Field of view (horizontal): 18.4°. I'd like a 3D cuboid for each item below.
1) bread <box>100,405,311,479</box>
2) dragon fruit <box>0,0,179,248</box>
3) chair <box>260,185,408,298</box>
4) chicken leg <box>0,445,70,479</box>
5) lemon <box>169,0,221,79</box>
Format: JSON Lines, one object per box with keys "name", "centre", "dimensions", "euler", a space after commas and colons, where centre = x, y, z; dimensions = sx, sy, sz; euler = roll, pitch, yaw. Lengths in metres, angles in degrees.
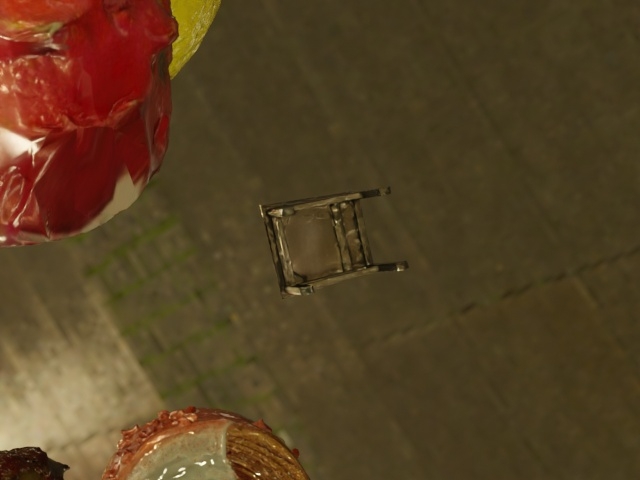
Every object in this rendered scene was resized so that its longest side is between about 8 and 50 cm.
{"name": "bread", "centre": [-0.079, 0.190, 1.358], "dimensions": [0.160, 0.160, 0.073], "euler": [64, 174, -12]}
{"name": "dragon fruit", "centre": [-0.156, -0.095, 1.069], "dimensions": [0.163, 0.261, 0.189], "euler": [-31, 87, 47]}
{"name": "chair", "centre": [0.000, 0.000, 1.760], "dimensions": [0.212, 0.101, 0.084], "euler": [180, 78, -78]}
{"name": "chicken leg", "centre": [-0.293, 0.251, 1.734], "dimensions": [0.063, 0.234, 0.105], "euler": [1, 131, 25]}
{"name": "lemon", "centre": [-0.193, -0.221, 1.479], "dimensions": [0.268, 0.268, 0.322], "euler": [62, 158, -9]}
